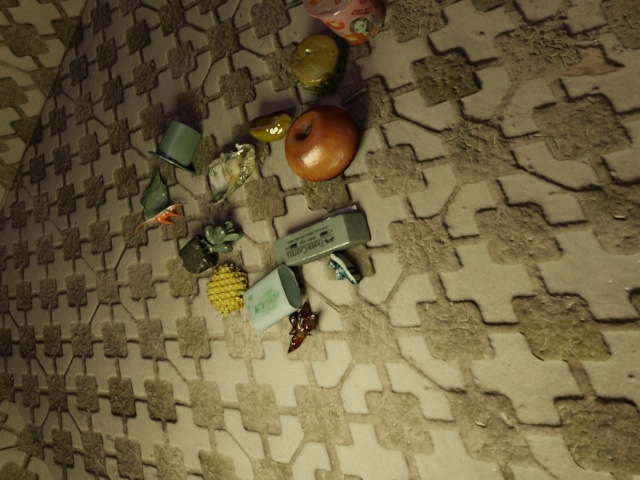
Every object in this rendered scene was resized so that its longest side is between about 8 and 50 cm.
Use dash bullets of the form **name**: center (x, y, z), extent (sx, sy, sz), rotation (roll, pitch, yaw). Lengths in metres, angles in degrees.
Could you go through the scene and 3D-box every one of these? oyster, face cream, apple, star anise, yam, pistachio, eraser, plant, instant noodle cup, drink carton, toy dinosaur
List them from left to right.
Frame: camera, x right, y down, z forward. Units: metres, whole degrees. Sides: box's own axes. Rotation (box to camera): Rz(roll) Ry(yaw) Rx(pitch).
- **toy dinosaur**: center (-0.726, -0.103, 2.027), extent (0.279, 0.101, 0.055), rotation (-38, 54, 10)
- **drink carton**: center (-0.632, -0.422, 1.975), extent (0.185, 0.191, 0.190), rotation (29, 92, 34)
- **plant**: center (-0.443, 0.019, 1.811), extent (0.274, 0.146, 0.149), rotation (-35, 86, 21)
- **oyster**: center (-0.377, -0.272, 1.837), extent (0.270, 0.100, 0.276), rotation (17, 104, 35)
- **eraser**: center (-0.177, 0.214, 1.620), extent (0.227, 0.081, 0.174), rotation (-36, 65, 36)
- **pistachio**: center (-0.191, -0.447, 1.752), extent (0.189, 0.100, 0.110), rotation (-13, 100, 15)
- **star anise**: center (-0.076, 0.297, 1.587), extent (0.212, 0.053, 0.157), rotation (-47, 47, 39)
- **apple**: center (-0.002, -0.344, 1.553), extent (0.271, 0.206, 0.252), rotation (-28, 66, 27)
- **eraser**: center (0.000, 0.000, 1.572), extent (0.352, 0.077, 0.112), rotation (-21, 72, 27)
- **face cream**: center (0.072, -0.096, 1.566), extent (0.130, 0.034, 0.034), rotation (-20, 72, 29)
- **instant noodle cup**: center (0.094, -0.833, 1.550), extent (0.242, 0.231, 0.243), rotation (-5, 79, 30)
- **yam**: center (0.121, -0.524, 1.610), extent (0.116, 0.021, 0.021), rotation (-27, 70, 25)

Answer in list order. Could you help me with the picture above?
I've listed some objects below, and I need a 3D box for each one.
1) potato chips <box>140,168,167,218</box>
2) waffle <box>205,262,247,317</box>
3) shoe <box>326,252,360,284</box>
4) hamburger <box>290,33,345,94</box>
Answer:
- **potato chips**: center (-0.786, -0.213, 2.107), extent (0.167, 0.059, 0.229), rotation (-33, 67, 13)
- **waffle**: center (-0.372, 0.195, 1.781), extent (0.193, 0.070, 0.197), rotation (27, 94, 32)
- **shoe**: center (0.078, 0.104, 1.518), extent (0.143, 0.063, 0.071), rotation (44, 116, 26)
- **hamburger**: center (-0.002, -0.658, 1.651), extent (0.189, 0.122, 0.215), rotation (21, 90, 26)
